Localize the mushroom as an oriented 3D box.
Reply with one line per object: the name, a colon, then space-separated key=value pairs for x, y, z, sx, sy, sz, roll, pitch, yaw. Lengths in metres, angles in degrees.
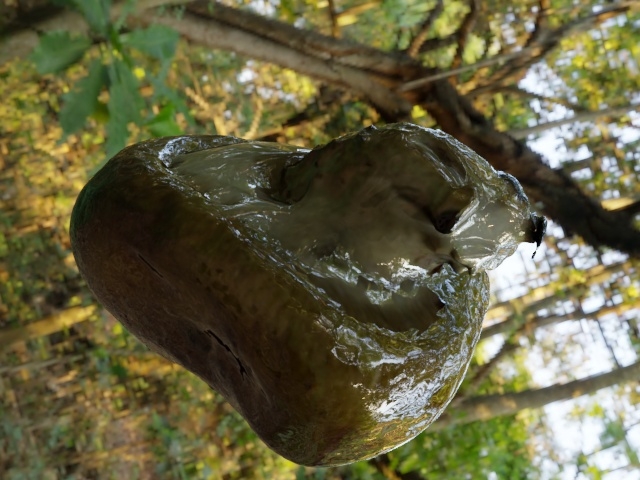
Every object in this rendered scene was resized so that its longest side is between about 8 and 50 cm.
mushroom: x=0.000 y=0.000 z=0.791 sx=0.260 sy=0.345 sz=0.345 roll=-68 pitch=-152 yaw=22
